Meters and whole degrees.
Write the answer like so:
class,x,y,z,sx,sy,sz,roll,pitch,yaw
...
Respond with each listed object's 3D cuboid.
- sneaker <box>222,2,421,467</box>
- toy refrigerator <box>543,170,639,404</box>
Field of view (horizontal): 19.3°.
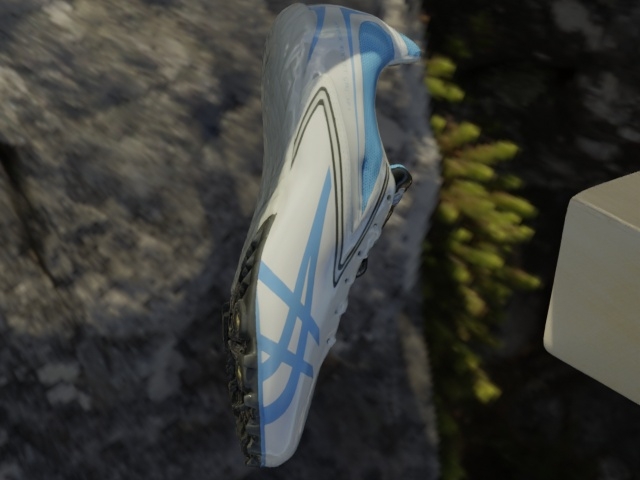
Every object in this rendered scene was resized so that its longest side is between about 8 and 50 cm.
class,x,y,z,sx,sy,sz,roll,pitch,yaw
sneaker,0.000,0.000,0.947,0.086,0.085,0.237,10,90,-11
toy refrigerator,0.237,0.060,0.838,0.102,0.269,0.094,-19,127,-40
